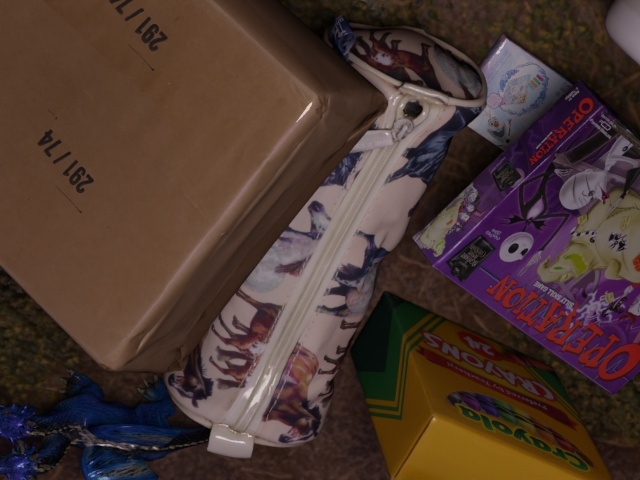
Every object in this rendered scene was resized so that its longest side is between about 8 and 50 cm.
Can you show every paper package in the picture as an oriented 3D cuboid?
[{"bbox_3d":[-0.165,-0.106,1.582,0.325,0.168,0.309,43,103,15],"label":"paper package"}]

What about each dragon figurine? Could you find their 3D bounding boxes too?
[{"bbox_3d":[-0.184,0.193,1.797,0.289,0.144,0.085,11,111,-12],"label":"dragon figurine"}]

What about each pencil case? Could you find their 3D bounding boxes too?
[{"bbox_3d":[0.000,0.000,1.719,0.160,0.183,0.410,26,109,1],"label":"pencil case"}]

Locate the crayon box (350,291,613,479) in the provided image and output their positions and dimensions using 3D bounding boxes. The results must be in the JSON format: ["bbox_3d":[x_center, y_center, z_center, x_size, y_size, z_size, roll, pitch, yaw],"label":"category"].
[{"bbox_3d":[0.152,0.178,1.743,0.202,0.318,0.081,25,108,-17],"label":"crayon box"}]

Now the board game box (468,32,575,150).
[{"bbox_3d":[0.181,-0.134,1.776,0.090,0.020,0.090,32,106,-20],"label":"board game box"}]

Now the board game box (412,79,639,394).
[{"bbox_3d":[0.259,0.008,1.756,0.208,0.056,0.347,-41,138,14],"label":"board game box"}]

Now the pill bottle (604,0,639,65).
[{"bbox_3d":[0.455,-0.281,1.637,0.229,0.229,0.408,32,106,-19],"label":"pill bottle"}]
